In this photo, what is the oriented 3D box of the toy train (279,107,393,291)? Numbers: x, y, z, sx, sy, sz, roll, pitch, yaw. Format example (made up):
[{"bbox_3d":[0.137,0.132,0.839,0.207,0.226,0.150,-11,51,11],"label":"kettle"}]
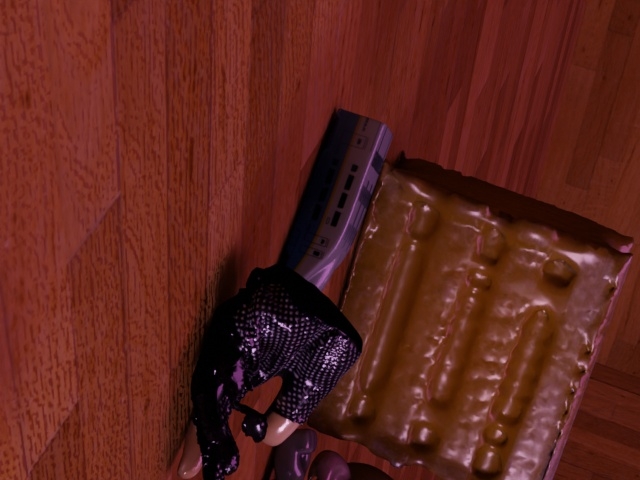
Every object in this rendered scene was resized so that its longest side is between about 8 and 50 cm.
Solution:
[{"bbox_3d":[0.000,0.000,1.245,0.052,0.051,0.233,41,69,-72],"label":"toy train"}]

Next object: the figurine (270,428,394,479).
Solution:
[{"bbox_3d":[0.004,0.368,1.545,0.285,0.167,0.342,-53,155,-46],"label":"figurine"}]

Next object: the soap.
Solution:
[{"bbox_3d":[0.169,0.101,1.575,0.156,0.293,0.335,-39,145,-73],"label":"soap"}]

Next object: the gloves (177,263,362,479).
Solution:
[{"bbox_3d":[-0.062,0.112,1.098,0.181,0.106,0.129,-43,170,9],"label":"gloves"}]
